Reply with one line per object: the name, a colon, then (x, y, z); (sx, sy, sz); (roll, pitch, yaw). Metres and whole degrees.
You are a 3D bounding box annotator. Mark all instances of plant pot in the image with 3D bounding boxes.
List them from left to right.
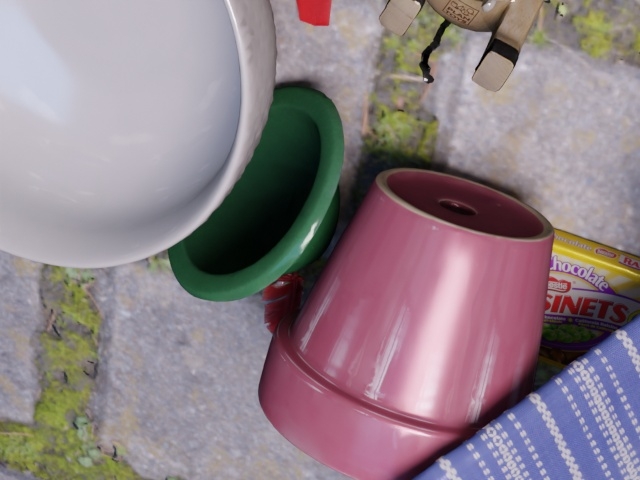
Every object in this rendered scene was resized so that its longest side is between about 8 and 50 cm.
plant pot: (0.074, 0.055, 1.037); (0.201, 0.201, 0.180); (21, 109, 10)

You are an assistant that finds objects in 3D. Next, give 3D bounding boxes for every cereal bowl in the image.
cereal bowl: (-0.179, -0.158, 1.067); (0.339, 0.141, 0.339); (11, 123, 17)

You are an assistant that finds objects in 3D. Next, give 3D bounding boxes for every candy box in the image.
candy box: (0.197, 0.051, 1.104); (0.206, 0.027, 0.105); (19, 122, 12)

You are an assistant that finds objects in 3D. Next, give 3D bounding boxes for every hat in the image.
hat: (0.000, 0.000, 1.140); (0.183, 0.173, 0.208); (30, 157, -37)

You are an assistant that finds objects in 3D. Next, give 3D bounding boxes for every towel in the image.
towel: (0.223, 0.168, 1.018); (0.336, 0.040, 0.243); (-34, 115, -12)

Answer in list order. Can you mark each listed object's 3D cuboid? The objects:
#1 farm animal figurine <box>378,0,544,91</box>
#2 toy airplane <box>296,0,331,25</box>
farm animal figurine: (0.166, -0.220, 0.883); (0.330, 0.172, 0.327); (42, 136, -15)
toy airplane: (0.015, -0.210, 1.025); (0.151, 0.028, 0.151); (10, 121, 17)
